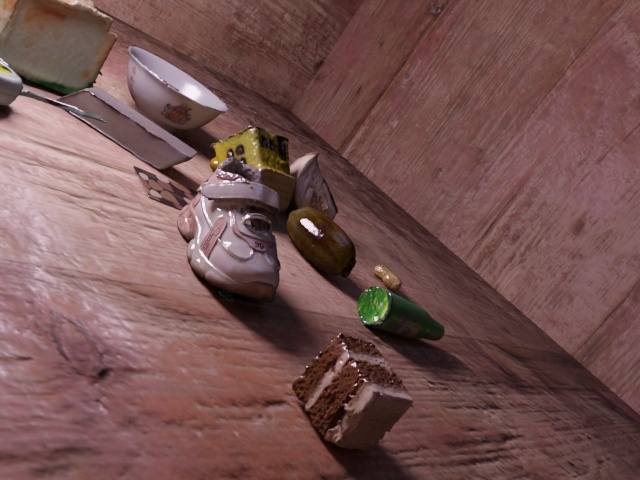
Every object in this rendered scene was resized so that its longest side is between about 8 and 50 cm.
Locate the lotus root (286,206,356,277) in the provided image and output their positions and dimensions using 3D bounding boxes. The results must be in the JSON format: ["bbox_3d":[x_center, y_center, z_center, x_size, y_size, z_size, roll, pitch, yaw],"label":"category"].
[{"bbox_3d":[0.000,0.000,1.771,0.241,0.124,0.123,42,0,33],"label":"lotus root"}]

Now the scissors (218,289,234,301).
[{"bbox_3d":[-0.176,0.101,1.284,0.036,0.006,0.083,35,12,0],"label":"scissors"}]

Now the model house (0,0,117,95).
[{"bbox_3d":[-0.730,-0.550,1.666,0.280,0.245,0.312,34,11,29],"label":"model house"}]

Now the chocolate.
[{"bbox_3d":[0.222,0.204,1.698,0.291,0.110,0.110,25,17,-43],"label":"chocolate"}]

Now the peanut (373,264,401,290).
[{"bbox_3d":[0.208,0.114,2.043,0.053,0.054,0.113,18,20,-49],"label":"peanut"}]

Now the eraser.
[{"bbox_3d":[-0.487,-0.284,1.667,0.352,0.077,0.111,33,12,-9],"label":"eraser"}]

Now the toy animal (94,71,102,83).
[{"bbox_3d":[-0.740,-0.525,1.887,0.232,0.085,0.148,35,-3,17],"label":"toy animal"}]

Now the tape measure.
[{"bbox_3d":[-0.620,-0.295,1.364,0.330,0.084,0.164,31,17,-13],"label":"tape measure"}]

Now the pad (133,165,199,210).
[{"bbox_3d":[-0.333,-0.104,1.584,0.234,0.003,0.158,23,19,-41],"label":"pad"}]

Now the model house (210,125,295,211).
[{"bbox_3d":[-0.186,-0.178,1.860,0.193,0.174,0.235,12,68,-62],"label":"model house"}]

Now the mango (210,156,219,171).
[{"bbox_3d":[-0.271,-0.239,2.001,0.102,0.085,0.184,38,19,3],"label":"mango"}]

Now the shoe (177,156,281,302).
[{"bbox_3d":[-0.170,-0.033,1.336,0.171,0.198,0.351,18,21,-41],"label":"shoe"}]

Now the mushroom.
[{"bbox_3d":[-0.073,-0.129,2.067,0.162,0.173,0.236,1,-57,41],"label":"mushroom"}]

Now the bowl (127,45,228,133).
[{"bbox_3d":[-0.468,-0.430,2.008,0.345,0.157,0.345,34,14,-10],"label":"bowl"}]

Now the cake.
[{"bbox_3d":[0.056,0.251,1.075,0.134,0.135,0.147,23,19,-49],"label":"cake"}]
